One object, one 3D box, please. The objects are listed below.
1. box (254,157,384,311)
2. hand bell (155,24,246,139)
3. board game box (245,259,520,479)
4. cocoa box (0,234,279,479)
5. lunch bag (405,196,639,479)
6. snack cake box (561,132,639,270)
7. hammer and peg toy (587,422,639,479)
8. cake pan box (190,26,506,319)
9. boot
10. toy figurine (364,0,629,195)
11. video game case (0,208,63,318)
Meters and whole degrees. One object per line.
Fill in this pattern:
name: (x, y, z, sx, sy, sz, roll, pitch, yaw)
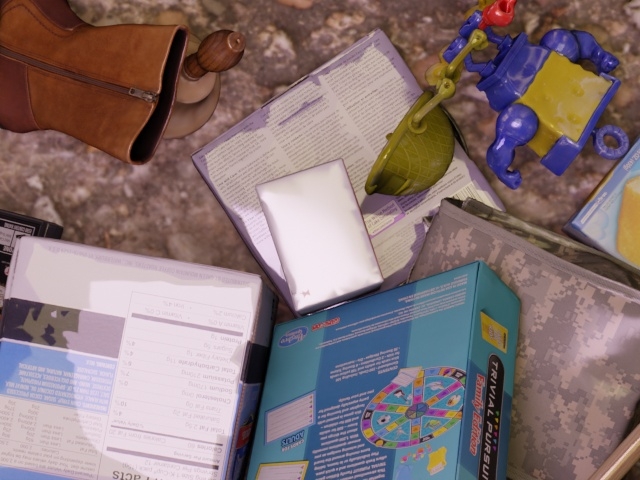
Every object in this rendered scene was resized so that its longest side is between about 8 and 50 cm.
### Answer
box: (0.000, 0.000, 1.552, 0.091, 0.170, 0.130, -18, 86, -1)
hand bell: (-0.122, -0.180, 1.584, 0.126, 0.242, 0.126, 2, 86, -23)
board game box: (0.050, 0.203, 1.444, 0.254, 0.079, 0.336, -19, 44, 34)
cocoa box: (-0.176, 0.136, 1.516, 0.231, 0.347, 0.228, 10, 85, 1)
lunch bag: (0.205, 0.109, 1.585, 0.287, 0.169, 0.235, 26, 102, 22)
snack cake box: (0.403, -0.068, 1.665, 0.152, 0.089, 0.264, 39, 86, 4)
hammer and peg toy: (0.335, 0.293, 1.484, 0.266, 0.361, 0.127, -49, 55, 13)
cake pan box: (0.033, -0.062, 1.676, 0.267, 0.070, 0.246, -35, 88, -3)
boot: (-0.246, -0.227, 1.597, 0.280, 0.096, 0.264, 14, 84, 42)
toy figurine: (0.227, -0.144, 1.586, 0.217, 0.191, 0.362, 37, 59, -5)
video game case: (-0.417, 0.074, 1.622, 0.275, 0.035, 0.248, 13, 84, 28)
